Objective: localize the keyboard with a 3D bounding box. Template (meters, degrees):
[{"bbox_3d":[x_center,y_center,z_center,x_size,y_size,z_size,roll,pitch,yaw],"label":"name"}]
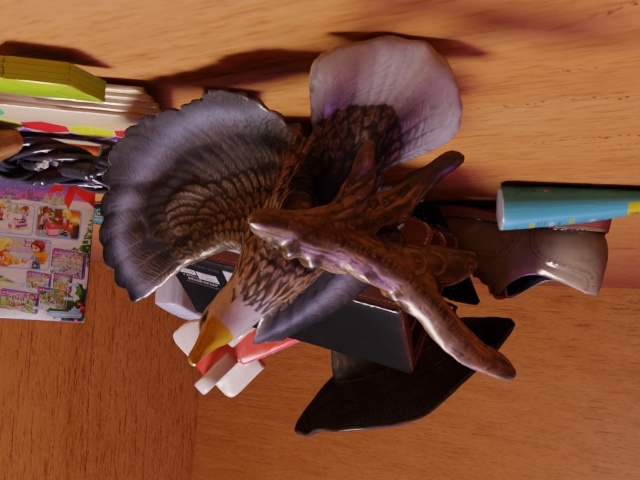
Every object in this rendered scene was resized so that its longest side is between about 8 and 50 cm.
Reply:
[{"bbox_3d":[0.148,0.022,1.118,0.100,0.038,0.192,14,142,47],"label":"keyboard"}]

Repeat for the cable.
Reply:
[{"bbox_3d":[-0.240,-0.062,0.806,0.151,0.047,0.184,3,175,2],"label":"cable"}]

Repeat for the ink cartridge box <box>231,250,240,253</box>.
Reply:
[{"bbox_3d":[-0.027,-0.040,0.801,0.153,0.086,0.208,-8,176,4],"label":"ink cartridge box"}]

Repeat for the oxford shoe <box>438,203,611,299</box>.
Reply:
[{"bbox_3d":[0.226,0.017,1.131,0.348,0.130,0.123,0,176,43],"label":"oxford shoe"}]

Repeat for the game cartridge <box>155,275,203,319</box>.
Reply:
[{"bbox_3d":[-0.200,0.058,1.527,0.060,0.196,0.294,2,175,28],"label":"game cartridge"}]

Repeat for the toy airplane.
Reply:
[{"bbox_3d":[-0.076,0.086,1.335,0.384,0.272,0.386,-25,-177,-36],"label":"toy airplane"}]

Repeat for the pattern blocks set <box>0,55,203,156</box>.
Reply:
[{"bbox_3d":[-0.222,-0.109,0.695,0.325,0.026,0.285,5,174,-17],"label":"pattern blocks set"}]

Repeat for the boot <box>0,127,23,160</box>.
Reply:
[{"bbox_3d":[-0.350,-0.031,0.606,0.264,0.096,0.280,-20,-177,46],"label":"boot"}]

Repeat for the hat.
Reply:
[{"bbox_3d":[0.090,0.127,1.078,0.331,0.134,0.331,-24,-173,3],"label":"hat"}]

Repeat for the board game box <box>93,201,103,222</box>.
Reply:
[{"bbox_3d":[-0.376,-0.043,1.476,0.126,0.026,0.186,1,174,28],"label":"board game box"}]

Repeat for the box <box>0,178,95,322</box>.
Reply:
[{"bbox_3d":[-0.433,-0.007,0.995,0.293,0.200,0.057,7,173,-24],"label":"box"}]

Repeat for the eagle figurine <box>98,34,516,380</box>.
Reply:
[{"bbox_3d":[-0.030,-0.003,0.583,0.225,0.226,0.298,-19,-171,-18],"label":"eagle figurine"}]

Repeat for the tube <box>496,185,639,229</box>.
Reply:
[{"bbox_3d":[0.313,-0.042,0.947,0.207,0.052,0.080,-2,-175,5],"label":"tube"}]

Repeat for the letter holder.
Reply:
[{"bbox_3d":[0.000,0.000,0.997,0.302,0.214,0.152,14,149,21],"label":"letter holder"}]
